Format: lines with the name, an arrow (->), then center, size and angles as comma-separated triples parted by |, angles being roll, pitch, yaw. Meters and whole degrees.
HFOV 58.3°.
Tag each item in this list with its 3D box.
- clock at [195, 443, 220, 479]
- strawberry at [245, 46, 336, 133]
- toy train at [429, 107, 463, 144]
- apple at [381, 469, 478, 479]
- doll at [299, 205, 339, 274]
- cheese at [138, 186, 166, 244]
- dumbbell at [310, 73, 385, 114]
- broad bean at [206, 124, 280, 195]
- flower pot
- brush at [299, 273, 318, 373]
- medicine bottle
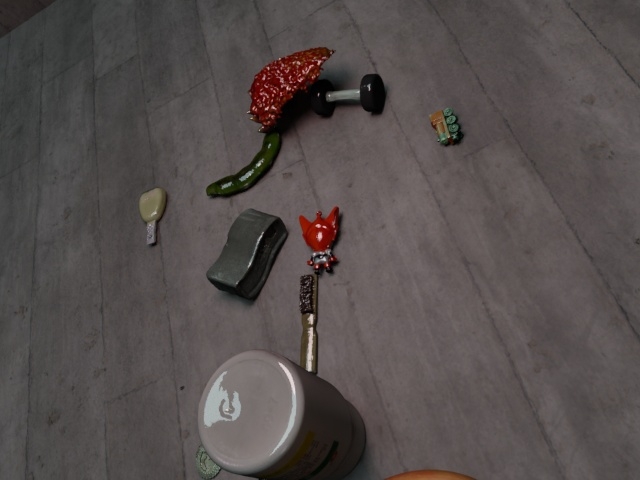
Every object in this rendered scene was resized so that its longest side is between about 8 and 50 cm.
clock -> -0.255, 0.502, 1.314 | 0.074, 0.010, 0.083 | -20, 58, 17
strawberry -> -0.091, -0.462, 1.596 | 0.306, 0.137, 0.233 | -43, 16, 34
toy train -> 0.311, -0.280, 1.419 | 0.064, 0.044, 0.103 | -22, 54, 20
apple -> 0.162, 0.540, 0.848 | 0.346, 0.391, 0.391 | -19, 57, 16
doll -> 0.000, 0.000, 1.420 | 0.109, 0.057, 0.169 | -13, 57, 18
cheese -> -0.511, -0.071, 1.740 | 0.097, 0.037, 0.192 | -19, 56, 19
dumbbell -> 0.073, -0.398, 1.570 | 0.191, 0.100, 0.100 | 2, 65, 28
broad bean -> -0.206, -0.224, 1.660 | 0.144, 0.049, 0.292 | 29, 78, 42
flower pot -> -0.183, 0.033, 1.472 | 0.108, 0.103, 0.229 | 17, 72, 33
brush -> -0.031, 0.190, 1.350 | 0.043, 0.036, 0.248 | -14, 59, 26
medicine bottle -> -0.054, 0.349, 1.085 | 0.208, 0.340, 0.208 | -12, 59, 21
